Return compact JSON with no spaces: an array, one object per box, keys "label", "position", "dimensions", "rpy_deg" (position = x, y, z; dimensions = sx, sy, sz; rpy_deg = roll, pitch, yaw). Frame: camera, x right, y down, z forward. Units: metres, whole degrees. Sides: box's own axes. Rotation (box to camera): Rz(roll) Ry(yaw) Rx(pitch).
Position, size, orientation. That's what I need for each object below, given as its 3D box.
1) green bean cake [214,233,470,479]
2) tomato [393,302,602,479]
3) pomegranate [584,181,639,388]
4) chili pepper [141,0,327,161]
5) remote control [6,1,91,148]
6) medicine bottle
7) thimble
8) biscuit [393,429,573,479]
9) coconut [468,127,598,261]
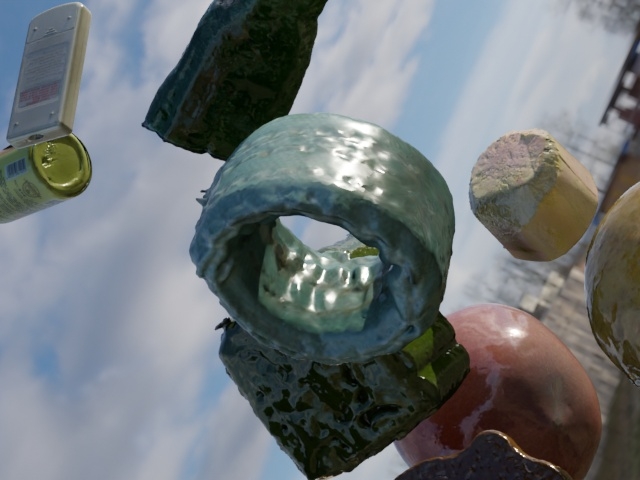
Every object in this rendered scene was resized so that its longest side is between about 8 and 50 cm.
[{"label":"green bean cake","position":[0.025,0.145,1.385],"dimensions":[0.250,0.247,0.156],"rpy_deg":[-39,-7,36]},{"label":"tomato","position":[0.258,0.245,1.616],"dimensions":[0.321,0.322,0.321],"rpy_deg":[-59,-14,-24]},{"label":"pomegranate","position":[0.391,0.045,1.099],"dimensions":[0.260,0.260,0.260],"rpy_deg":[-59,-14,-24]},{"label":"chili pepper","position":[-0.066,-0.209,1.102],"dimensions":[0.099,0.136,0.270],"rpy_deg":[-65,0,-70]},{"label":"remote control","position":[-0.322,-0.200,1.321],"dimensions":[0.029,0.088,0.190],"rpy_deg":[43,-139,-52]},{"label":"medicine bottle","position":[-0.484,-0.100,1.802],"dimensions":[0.239,0.124,0.124],"rpy_deg":[-15,27,42]},{"label":"thimble","position":[0.000,0.000,0.979],"dimensions":[0.143,0.235,0.198],"rpy_deg":[-71,-3,-52]},{"label":"biscuit","position":[0.169,0.339,1.144],"dimensions":[0.257,0.273,0.049],"rpy_deg":[-38,-37,14]},{"label":"coconut","position":[0.274,-0.053,1.399],"dimensions":[0.153,0.147,0.147],"rpy_deg":[40,-108,-36]}]
